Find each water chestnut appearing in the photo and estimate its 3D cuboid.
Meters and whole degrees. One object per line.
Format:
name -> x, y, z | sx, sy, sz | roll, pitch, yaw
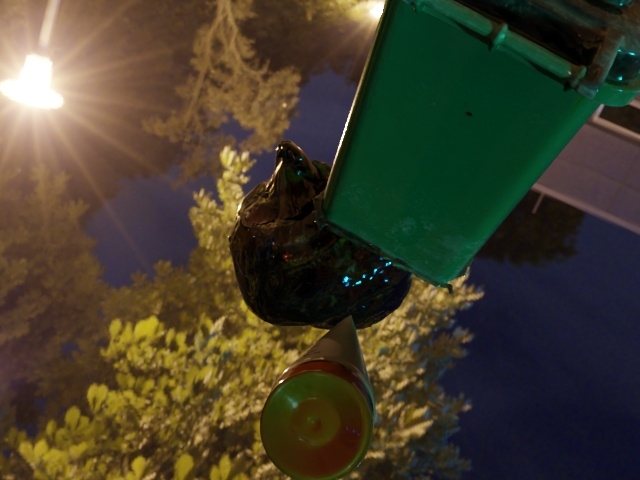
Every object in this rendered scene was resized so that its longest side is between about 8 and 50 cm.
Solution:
water chestnut -> 0.000, 0.000, 1.146 | 0.289, 0.244, 0.289 | 18, -172, -2

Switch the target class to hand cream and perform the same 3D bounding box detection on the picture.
hand cream -> 0.000, 0.149, 0.743 | 0.089, 0.140, 0.314 | 17, -178, 2

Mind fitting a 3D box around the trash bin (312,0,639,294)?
trash bin -> 0.152, -0.143, 0.815 | 0.259, 0.381, 0.295 | 28, -134, 5
